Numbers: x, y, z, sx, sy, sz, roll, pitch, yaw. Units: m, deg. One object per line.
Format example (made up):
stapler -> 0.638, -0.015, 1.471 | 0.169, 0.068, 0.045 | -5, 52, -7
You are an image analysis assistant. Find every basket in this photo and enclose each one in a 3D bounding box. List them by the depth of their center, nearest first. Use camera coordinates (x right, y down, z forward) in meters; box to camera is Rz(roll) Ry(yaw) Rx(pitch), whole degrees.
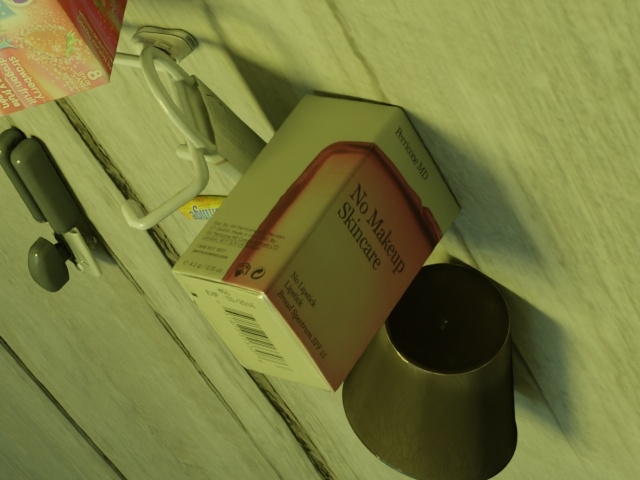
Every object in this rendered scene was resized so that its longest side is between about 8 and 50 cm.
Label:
basket -> 0.120, 0.132, 1.853 | 0.204, 0.154, 0.227 | 30, 153, 16

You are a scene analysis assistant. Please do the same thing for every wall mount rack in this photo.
wall mount rack -> -0.124, -0.081, 1.798 | 0.350, 0.130, 0.304 | 44, -162, -43

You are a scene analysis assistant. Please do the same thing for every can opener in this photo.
can opener -> -0.363, -0.031, 2.362 | 0.074, 0.093, 0.280 | 25, 150, 32

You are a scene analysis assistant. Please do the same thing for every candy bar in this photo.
candy bar -> -0.121, -0.036, 2.060 | 0.040, 0.018, 0.161 | 49, 156, -26

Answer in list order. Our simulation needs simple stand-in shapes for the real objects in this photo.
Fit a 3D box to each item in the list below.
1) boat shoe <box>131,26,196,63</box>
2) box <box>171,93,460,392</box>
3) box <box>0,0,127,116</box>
boat shoe -> -0.165, -0.191, 1.799 | 0.100, 0.035, 0.035 | 10, 145, 49
box -> 0.000, 0.000, 1.652 | 0.127, 0.232, 0.149 | 12, 147, 43
box -> -0.311, -0.276, 1.637 | 0.142, 0.154, 0.300 | -15, 132, 19
